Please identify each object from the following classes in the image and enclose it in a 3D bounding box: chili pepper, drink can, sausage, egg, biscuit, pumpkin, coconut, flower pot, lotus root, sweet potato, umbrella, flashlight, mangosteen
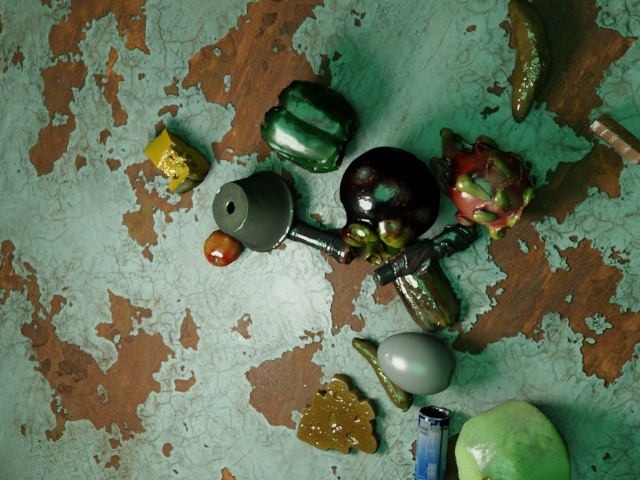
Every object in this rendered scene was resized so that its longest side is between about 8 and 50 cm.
[{"bbox_3d":[-0.027,-0.330,1.908,0.257,0.233,0.248,30,110,9],"label":"chili pepper"},{"bbox_3d":[0.337,0.629,1.944,0.097,0.097,0.235,5,98,21],"label":"drink can"},{"bbox_3d":[0.789,-0.261,1.682,0.169,0.065,0.065,43,109,11],"label":"sausage"},{"bbox_3d":[0.278,0.359,1.893,0.232,0.176,0.176,16,102,29],"label":"egg"},{"bbox_3d":[0.046,0.578,2.079,0.301,0.043,0.278,-23,90,23],"label":"biscuit"},{"bbox_3d":[-0.471,-0.258,2.152,0.131,0.126,0.248,-49,59,27],"label":"pumpkin"},{"bbox_3d":[0.544,0.600,1.773,0.328,0.281,0.328,5,68,-11],"label":"coconut"},{"bbox_3d":[-0.227,-0.095,2.010,0.269,0.166,0.269,-1,88,35],"label":"flower pot"},{"bbox_3d":[0.288,0.123,1.915,0.167,0.078,0.329,-35,83,19],"label":"lotus root"},{"bbox_3d":[0.197,0.404,1.987,0.075,0.075,0.273,-40,79,20],"label":"sweet potato"},{"bbox_3d":[0.299,0.036,1.844,0.326,0.090,0.094,-25,98,-2],"label":"umbrella"},{"bbox_3d":[0.000,0.000,2.014,0.232,0.093,0.093,21,103,23],"label":"flashlight"},{"bbox_3d":[0.566,-0.492,1.731,0.114,0.092,0.341,1,97,46],"label":"sweet potato"},{"bbox_3d":[0.182,-0.108,1.818,0.297,0.297,0.313,43,112,12],"label":"mangosteen"}]

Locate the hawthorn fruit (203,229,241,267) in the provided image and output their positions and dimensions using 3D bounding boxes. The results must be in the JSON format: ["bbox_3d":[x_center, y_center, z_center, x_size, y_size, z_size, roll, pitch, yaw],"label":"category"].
[{"bbox_3d":[-0.324,0.035,2.119,0.125,0.125,0.140,-15,71,22],"label":"hawthorn fruit"}]

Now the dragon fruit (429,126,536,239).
[{"bbox_3d":[0.440,-0.163,1.762,0.227,0.243,0.307,-53,37,36],"label":"dragon fruit"}]
